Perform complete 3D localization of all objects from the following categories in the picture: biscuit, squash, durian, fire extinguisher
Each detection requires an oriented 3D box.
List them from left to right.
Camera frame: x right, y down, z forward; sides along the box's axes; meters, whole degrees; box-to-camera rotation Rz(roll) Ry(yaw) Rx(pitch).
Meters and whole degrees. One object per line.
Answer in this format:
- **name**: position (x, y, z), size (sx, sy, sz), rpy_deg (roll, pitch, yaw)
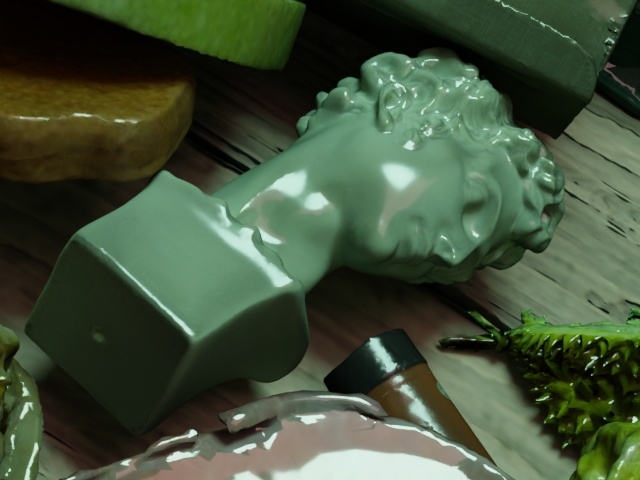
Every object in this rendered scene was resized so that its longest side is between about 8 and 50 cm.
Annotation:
- **biscuit**: position (-0.222, -0.093, 0.705), size (0.333, 0.047, 0.202), rpy_deg (15, 31, 3)
- **squash**: position (-0.122, -0.150, 0.753), size (0.252, 0.049, 0.252), rpy_deg (23, 10, -4)
- **fire extinguisher**: position (0.071, 0.125, 0.738), size (0.177, 0.050, 0.062), rpy_deg (55, 22, 17)
- **durian**: position (0.173, 0.075, 0.817), size (0.215, 0.086, 0.100), rpy_deg (8, 21, -23)

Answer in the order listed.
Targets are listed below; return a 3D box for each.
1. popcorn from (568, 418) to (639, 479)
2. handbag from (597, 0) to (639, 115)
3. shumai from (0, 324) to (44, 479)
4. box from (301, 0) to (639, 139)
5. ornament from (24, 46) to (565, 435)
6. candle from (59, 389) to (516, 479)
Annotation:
- **popcorn**: position (0.173, 0.136, 0.705), size (0.126, 0.145, 0.126), rpy_deg (-4, 74, 15)
- **handbag**: position (0.162, -0.240, 1.011), size (0.326, 0.089, 0.238), rpy_deg (36, 51, 5)
- **shumai**: position (-0.173, 0.064, 0.626), size (0.145, 0.116, 0.146), rpy_deg (11, 53, -15)
- **box**: position (0.067, -0.180, 0.830), size (0.231, 0.155, 0.149), rpy_deg (27, 88, 4)
- **ornament**: position (-0.013, -0.006, 0.746), size (0.285, 0.120, 0.130), rpy_deg (-22, 67, -33)
- **candle**: position (-0.042, 0.208, 0.582), size (0.287, 0.131, 0.317), rpy_deg (14, 42, -6)
